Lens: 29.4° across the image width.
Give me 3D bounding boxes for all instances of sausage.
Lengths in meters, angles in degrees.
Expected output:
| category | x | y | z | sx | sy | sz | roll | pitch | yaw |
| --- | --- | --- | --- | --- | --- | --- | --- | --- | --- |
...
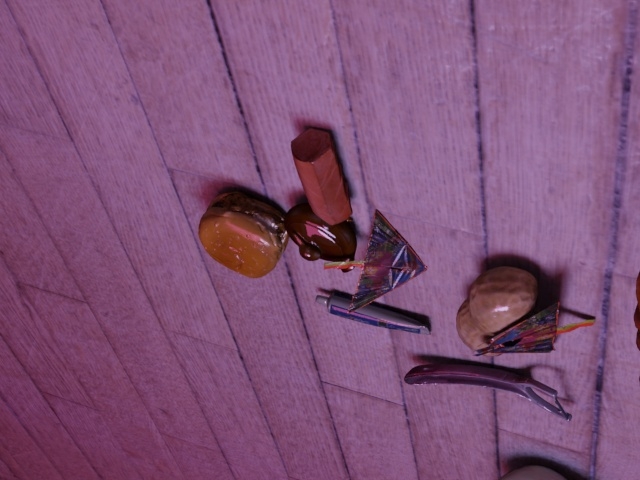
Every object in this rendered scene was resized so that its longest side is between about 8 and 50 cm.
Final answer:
| category | x | y | z | sx | sy | sz | roll | pitch | yaw |
| --- | --- | --- | --- | --- | --- | --- | --- | --- | --- |
| sausage | 0.006 | -0.081 | 1.695 | 0.065 | 0.065 | 0.169 | 12 | 148 | 23 |

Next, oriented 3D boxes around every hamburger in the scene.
| category | x | y | z | sx | sy | sz | roll | pitch | yaw |
| --- | --- | --- | --- | --- | --- | --- | --- | --- | --- |
| hamburger | -0.120 | -0.010 | 1.883 | 0.138 | 0.083 | 0.147 | 29 | 148 | 3 |

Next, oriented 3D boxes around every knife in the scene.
| category | x | y | z | sx | sy | sz | roll | pitch | yaw |
| --- | --- | --- | --- | --- | --- | --- | --- | --- | --- |
| knife | 0.272 | 0.238 | 1.998 | 0.278 | 0.053 | 0.123 | 8 | 150 | 30 |

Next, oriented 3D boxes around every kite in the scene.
| category | x | y | z | sx | sy | sz | roll | pitch | yaw |
| --- | --- | --- | --- | --- | --- | --- | --- | --- | --- |
| kite | 0.307 | 0.137 | 1.744 | 0.183 | 0.014 | 0.241 | -14 | 156 | -2 |
| kite | 0.082 | 0.037 | 1.807 | 0.159 | 0.010 | 0.190 | 5 | 123 | -16 |

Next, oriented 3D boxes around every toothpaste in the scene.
| category | x | y | z | sx | sy | sz | roll | pitch | yaw |
| --- | --- | --- | --- | --- | --- | --- | --- | --- | --- |
| toothpaste | 0.084 | 0.121 | 1.979 | 0.197 | 0.035 | 0.057 | 16 | 165 | 15 |

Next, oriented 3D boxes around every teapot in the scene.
| category | x | y | z | sx | sy | sz | roll | pitch | yaw |
| --- | --- | --- | --- | --- | --- | --- | --- | --- | --- |
| teapot | 0.000 | 0.000 | 1.805 | 0.129 | 0.078 | 0.098 | 39 | 149 | -22 |

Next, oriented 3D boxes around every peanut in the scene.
| category | x | y | z | sx | sy | sz | roll | pitch | yaw |
| --- | --- | --- | --- | --- | --- | --- | --- | --- | --- |
| peanut | 0.254 | 0.109 | 1.775 | 0.104 | 0.086 | 0.228 | 15 | 152 | -2 |

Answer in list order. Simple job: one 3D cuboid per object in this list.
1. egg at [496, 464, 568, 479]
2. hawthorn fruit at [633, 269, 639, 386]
| category | x | y | z | sx | sy | sz | roll | pitch | yaw |
| --- | --- | --- | --- | --- | --- | --- | --- | --- | --- |
| egg | 0.384 | 0.489 | 2.206 | 0.206 | 0.162 | 0.271 | -21 | 173 | 5 |
| hawthorn fruit | 0.514 | 0.102 | 1.403 | 0.298 | 0.277 | 0.277 | -4 | 148 | -3 |
